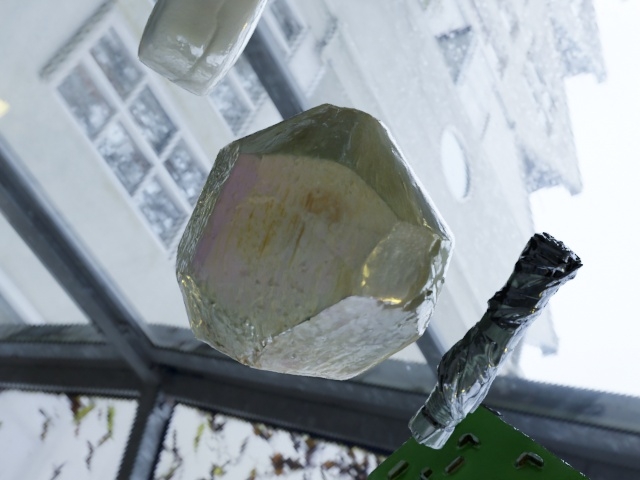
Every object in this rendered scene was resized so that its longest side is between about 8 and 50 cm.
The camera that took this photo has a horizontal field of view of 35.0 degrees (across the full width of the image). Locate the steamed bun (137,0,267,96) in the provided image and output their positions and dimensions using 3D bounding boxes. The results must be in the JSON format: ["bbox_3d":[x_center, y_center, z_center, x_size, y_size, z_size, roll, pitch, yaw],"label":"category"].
[{"bbox_3d":[-0.176,-0.331,1.524,0.242,0.146,0.164,-54,-165,33],"label":"steamed bun"}]

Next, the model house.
[{"bbox_3d":[0.199,0.469,1.344,0.340,0.324,0.300,-35,-135,-28],"label":"model house"}]

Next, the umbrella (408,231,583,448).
[{"bbox_3d":[0.125,0.076,0.768,0.188,0.050,0.046,-56,-147,15],"label":"umbrella"}]

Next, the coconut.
[{"bbox_3d":[0.000,0.000,0.851,0.237,0.237,0.197,-21,172,18],"label":"coconut"}]
